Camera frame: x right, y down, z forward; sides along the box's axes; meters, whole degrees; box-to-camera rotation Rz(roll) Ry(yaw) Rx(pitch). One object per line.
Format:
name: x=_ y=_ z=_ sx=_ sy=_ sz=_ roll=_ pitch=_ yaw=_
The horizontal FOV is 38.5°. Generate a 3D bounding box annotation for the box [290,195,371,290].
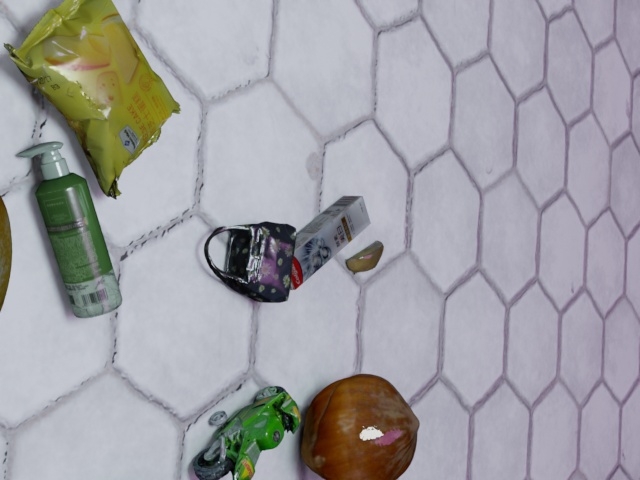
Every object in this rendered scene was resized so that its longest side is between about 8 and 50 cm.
box: x=0.000 y=0.000 z=1.417 sx=0.218 sy=0.039 sz=0.055 roll=-41 pitch=122 yaw=-42

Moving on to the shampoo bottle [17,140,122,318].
shampoo bottle: x=-0.287 y=-0.014 z=1.057 sx=0.065 sy=0.065 sz=0.204 roll=-30 pitch=113 yaw=-46

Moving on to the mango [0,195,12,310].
mango: x=-0.393 y=0.054 z=0.872 sx=0.192 sy=0.146 sz=0.316 roll=-6 pitch=108 yaw=-49

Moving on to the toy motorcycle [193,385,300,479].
toy motorcycle: x=-0.090 y=0.263 z=1.256 sx=0.190 sy=0.106 sz=0.074 roll=-45 pitch=122 yaw=-42

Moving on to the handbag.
handbag: x=-0.104 y=0.023 z=1.269 sx=0.139 sy=0.072 sz=0.115 roll=14 pitch=81 yaw=-45

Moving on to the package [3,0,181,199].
package: x=-0.256 y=-0.180 z=1.069 sx=0.168 sy=0.090 sz=0.226 roll=-58 pitch=133 yaw=-30

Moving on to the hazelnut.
hazelnut: x=0.057 y=0.295 z=1.381 sx=0.182 sy=0.182 sz=0.182 roll=0 pitch=90 yaw=-50

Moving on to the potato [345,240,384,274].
potato: x=0.084 y=0.031 z=1.521 sx=0.093 sy=0.036 sz=0.037 roll=-30 pitch=109 yaw=-47
